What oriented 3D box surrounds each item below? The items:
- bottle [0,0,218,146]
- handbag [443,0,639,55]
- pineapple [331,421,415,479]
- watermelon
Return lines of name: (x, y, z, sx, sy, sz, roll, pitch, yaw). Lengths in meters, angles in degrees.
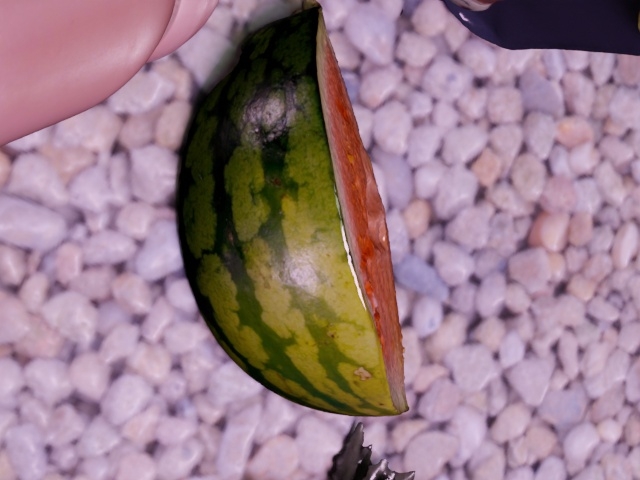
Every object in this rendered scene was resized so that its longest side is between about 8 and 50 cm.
bottle: (-0.186, -0.159, 1.093, 0.206, 0.173, 0.297, 54, 39, 5)
handbag: (0.118, -0.230, 1.200, 0.303, 0.329, 0.122, 37, 82, -29)
pineapple: (-0.031, 0.226, 1.321, 0.251, 0.125, 0.125, -28, 111, -35)
watermelon: (-0.027, 0.008, 1.301, 0.128, 0.159, 0.303, -11, 105, 11)
